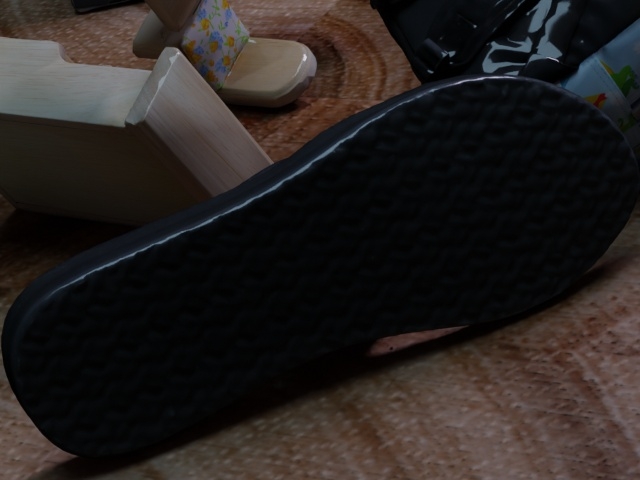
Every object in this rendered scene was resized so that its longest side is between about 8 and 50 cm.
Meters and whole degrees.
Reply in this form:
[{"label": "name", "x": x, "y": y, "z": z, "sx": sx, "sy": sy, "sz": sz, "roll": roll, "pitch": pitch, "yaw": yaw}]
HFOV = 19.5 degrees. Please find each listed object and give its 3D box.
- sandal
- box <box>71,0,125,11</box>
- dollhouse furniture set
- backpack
[{"label": "sandal", "x": -0.002, "y": -0.002, "z": 1.239, "sx": 0.446, "sy": 0.167, "sz": 0.107, "roll": -20, "pitch": 20, "yaw": -13}, {"label": "box", "x": -0.139, "y": -0.439, "z": 2.023, "sx": 0.293, "sy": 0.212, "sz": 0.395, "roll": -10, "pitch": 29, "yaw": 2}, {"label": "dollhouse furniture set", "x": -0.108, "y": -0.216, "z": 1.484, "sx": 0.256, "sy": 0.362, "sz": 0.394, "roll": 10, "pitch": 63, "yaw": 36}, {"label": "backpack", "x": 0.250, "y": -0.212, "z": 1.409, "sx": 0.355, "sy": 0.273, "sz": 0.290, "roll": -47, "pitch": 36, "yaw": 13}]
